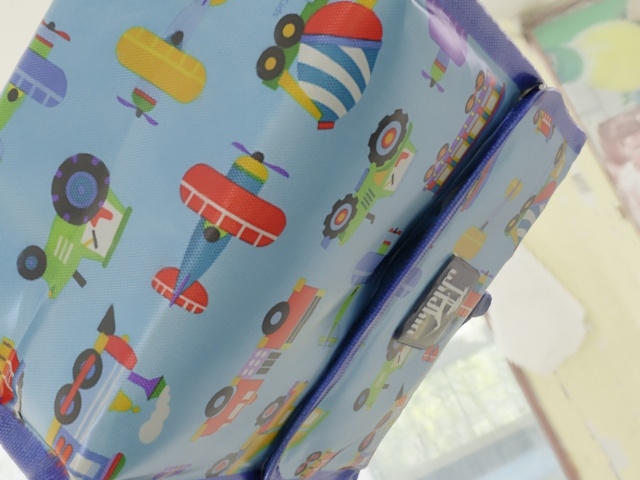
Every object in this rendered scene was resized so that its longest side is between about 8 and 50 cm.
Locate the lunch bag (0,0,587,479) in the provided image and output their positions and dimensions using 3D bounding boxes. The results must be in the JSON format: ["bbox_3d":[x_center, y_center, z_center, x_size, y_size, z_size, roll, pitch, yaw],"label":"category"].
[{"bbox_3d":[0.000,0.000,0.516,0.221,0.138,0.293,-59,-33,5],"label":"lunch bag"}]
